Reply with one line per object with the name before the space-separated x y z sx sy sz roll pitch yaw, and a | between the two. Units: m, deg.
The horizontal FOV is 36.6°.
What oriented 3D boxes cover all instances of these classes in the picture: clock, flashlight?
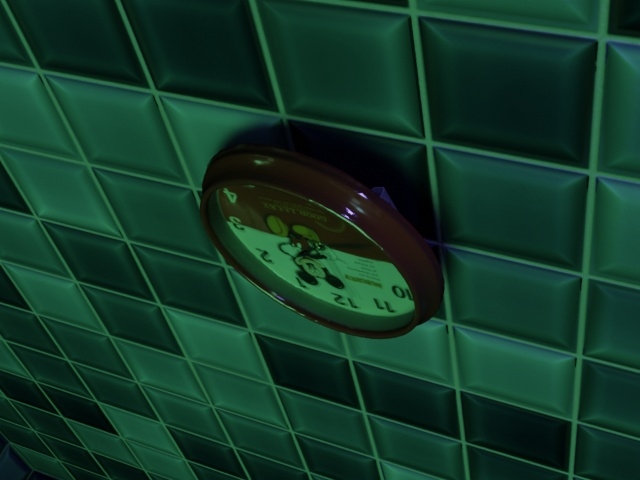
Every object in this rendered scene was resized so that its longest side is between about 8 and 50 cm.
clock | 0.000 0.000 1.140 0.319 0.080 0.318 24 152 13
flashlight | 0.080 -0.026 1.103 0.018 0.018 0.083 0 138 36
